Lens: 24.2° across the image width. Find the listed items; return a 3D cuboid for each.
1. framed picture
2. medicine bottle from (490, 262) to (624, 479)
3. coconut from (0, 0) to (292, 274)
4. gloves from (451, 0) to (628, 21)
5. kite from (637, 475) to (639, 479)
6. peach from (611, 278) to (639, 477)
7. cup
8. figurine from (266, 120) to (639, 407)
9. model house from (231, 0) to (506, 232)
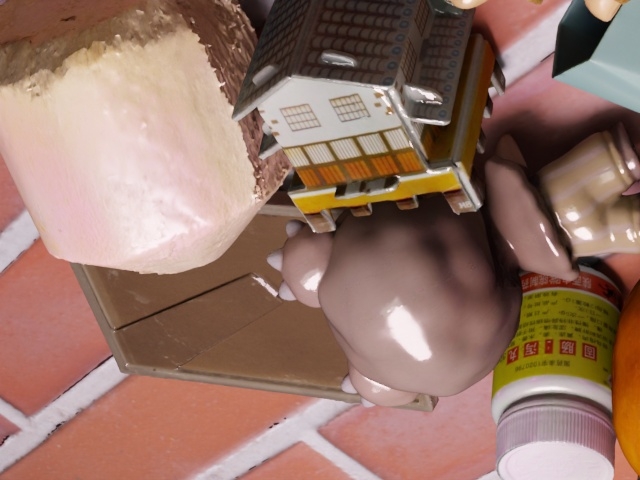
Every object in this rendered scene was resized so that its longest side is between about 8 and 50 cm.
[{"bbox_3d":[-0.098,0.064,1.773,0.446,0.028,0.326,5,134,25],"label":"framed picture"},{"bbox_3d":[0.252,0.146,1.586,0.139,0.225,0.139,6,143,4],"label":"medicine bottle"},{"bbox_3d":[-0.173,-0.111,1.470,0.297,0.297,0.309,-7,123,28],"label":"coconut"},{"bbox_3d":[0.224,-0.315,1.194,0.203,0.155,0.356,38,115,-11],"label":"gloves"},{"bbox_3d":[0.408,0.288,1.633,0.204,0.360,0.022,12,97,28],"label":"kite"},{"bbox_3d":[0.448,0.127,1.426,0.343,0.342,0.301,24,131,-1],"label":"peach"},{"bbox_3d":[0.341,-0.157,1.325,0.236,0.148,0.134,26,140,-10],"label":"cup"},{"bbox_3d":[0.157,0.022,1.496,0.381,0.203,0.248,-27,119,10],"label":"figurine"},{"bbox_3d":[0.045,-0.152,1.393,0.198,0.224,0.215,-6,136,27],"label":"model house"}]
